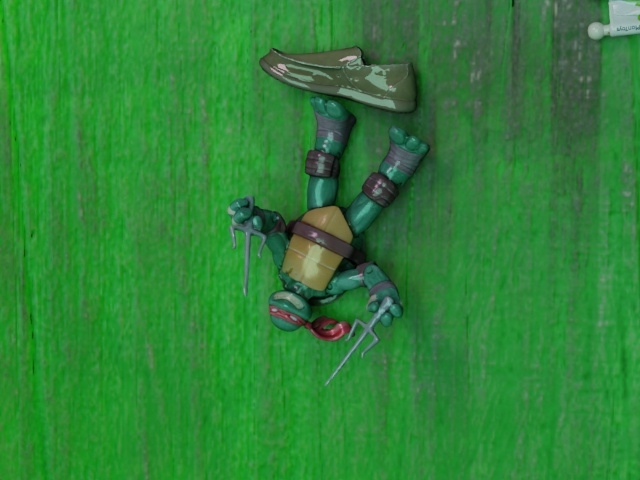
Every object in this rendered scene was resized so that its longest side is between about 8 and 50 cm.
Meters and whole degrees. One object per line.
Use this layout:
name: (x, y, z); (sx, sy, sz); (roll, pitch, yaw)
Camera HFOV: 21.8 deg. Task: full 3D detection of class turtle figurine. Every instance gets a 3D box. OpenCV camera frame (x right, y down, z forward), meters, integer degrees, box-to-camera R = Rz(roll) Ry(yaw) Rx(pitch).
turtle figurine: (0.000, 0.000, 1.479); (0.175, 0.118, 0.234); (24, 85, -5)

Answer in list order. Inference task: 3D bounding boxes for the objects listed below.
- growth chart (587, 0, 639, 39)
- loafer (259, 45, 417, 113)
growth chart: (0.276, -0.288, 1.435); (0.172, 0.021, 0.237); (-10, 91, 13)
loafer: (0.019, -0.153, 1.493); (0.148, 0.056, 0.050); (15, 98, 1)
